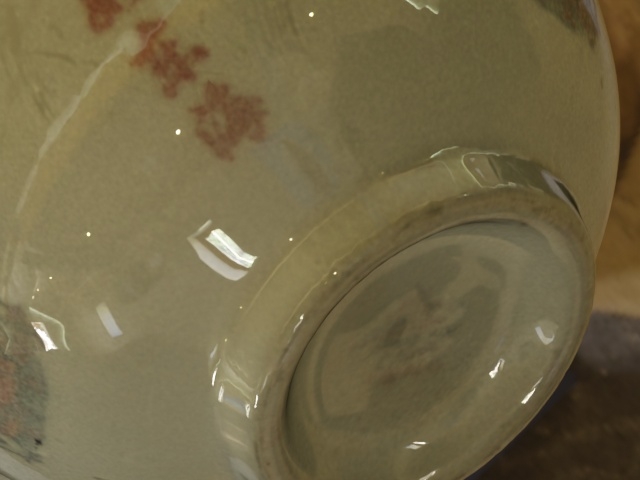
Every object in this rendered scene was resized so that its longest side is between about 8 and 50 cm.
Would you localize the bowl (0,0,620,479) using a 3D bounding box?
[{"bbox_3d":[0.000,0.000,0.912,0.435,0.435,0.196,-44,49,0],"label":"bowl"}]
